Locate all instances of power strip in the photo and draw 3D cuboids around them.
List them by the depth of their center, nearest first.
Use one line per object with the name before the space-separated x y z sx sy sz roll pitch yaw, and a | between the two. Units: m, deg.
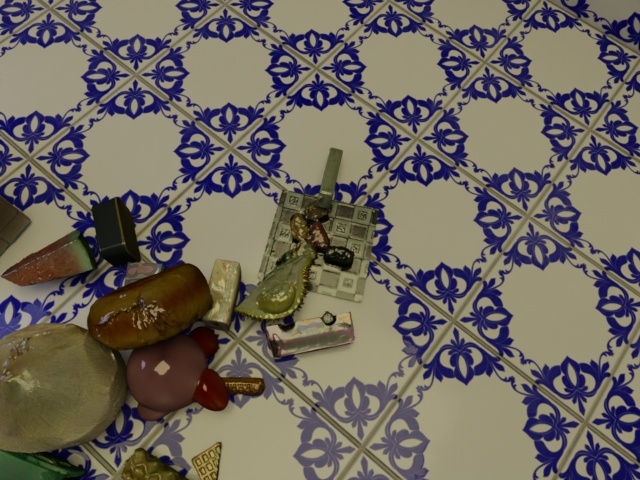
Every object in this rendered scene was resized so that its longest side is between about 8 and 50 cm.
power strip | 0.033 -0.219 1.703 0.052 0.078 0.272 13 50 -1

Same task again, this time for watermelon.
watermelon | -0.848 0.073 1.530 0.256 0.193 0.140 -24 103 -17

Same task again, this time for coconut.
coconut | -0.707 0.386 1.296 0.346 0.360 0.346 1 70 -2

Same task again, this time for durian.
durian | -0.123 0.132 1.511 0.306 0.166 0.172 -39 38 8

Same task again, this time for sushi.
sushi | 0.000 0.000 1.642 0.359 0.064 0.343 13 71 3

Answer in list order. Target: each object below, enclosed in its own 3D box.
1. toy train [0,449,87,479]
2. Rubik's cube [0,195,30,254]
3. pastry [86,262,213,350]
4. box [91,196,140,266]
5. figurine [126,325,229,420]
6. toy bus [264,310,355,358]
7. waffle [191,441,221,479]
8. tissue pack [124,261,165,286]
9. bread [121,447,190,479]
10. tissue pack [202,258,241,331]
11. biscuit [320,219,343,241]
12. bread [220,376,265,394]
toy train | -0.793 0.663 1.295 0.266 0.145 0.202 20 66 4
Rubik's cube | -1.168 -0.073 1.469 0.321 0.319 0.316 28 70 8
pastry | -0.464 0.183 1.349 0.356 0.356 0.164 -23 102 -12
box | -0.662 -0.024 1.579 0.090 0.144 0.201 -16 71 -7
figurine | -0.420 0.359 1.382 0.261 0.211 0.270 -15 51 -6
toy bus | -0.033 0.291 1.526 0.274 0.090 0.112 -9 78 -6
waffle | -0.297 0.668 1.391 0.097 0.023 0.153 -26 71 -12
tissue pack | -0.562 0.150 1.557 0.115 0.065 0.155 4 67 -6
bread | -0.416 0.673 1.337 0.269 0.087 0.098 28 103 9
tissue pack | -0.306 0.172 1.521 0.092 0.148 0.196 11 67 -3
biscuit | 0.038 -0.041 1.700 0.089 0.016 0.046 43 74 13
bread | -0.246 0.439 1.474 0.157 0.044 0.052 1 72 -3
